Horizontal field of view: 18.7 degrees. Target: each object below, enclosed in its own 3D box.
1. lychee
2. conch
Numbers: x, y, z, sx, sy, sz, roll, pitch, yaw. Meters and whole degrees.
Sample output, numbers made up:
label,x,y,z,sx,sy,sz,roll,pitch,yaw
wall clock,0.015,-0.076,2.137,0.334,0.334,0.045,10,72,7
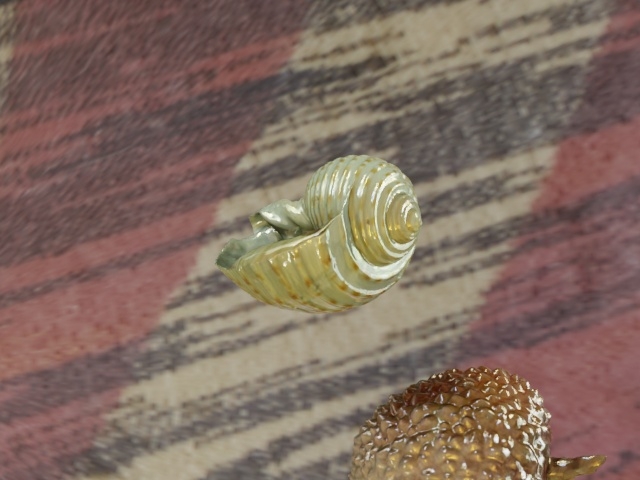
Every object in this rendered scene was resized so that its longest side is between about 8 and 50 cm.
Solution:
label,x,y,z,sx,sy,sz,roll,pitch,yaw
lychee,0.117,0.175,1.458,0.197,0.165,0.165,1,85,14
conch,0.005,0.005,1.422,0.102,0.153,0.135,56,37,-2
